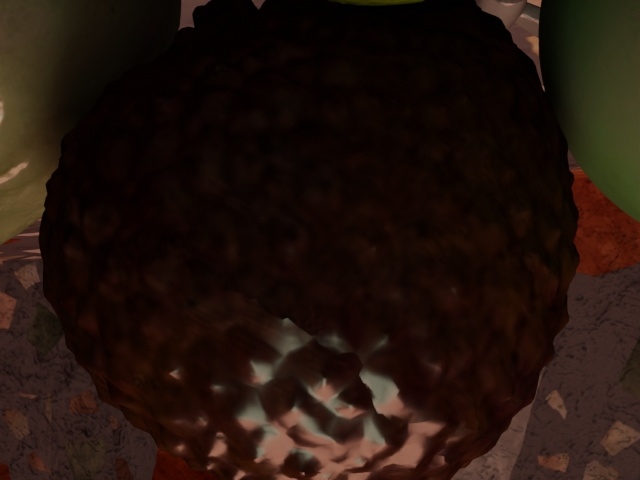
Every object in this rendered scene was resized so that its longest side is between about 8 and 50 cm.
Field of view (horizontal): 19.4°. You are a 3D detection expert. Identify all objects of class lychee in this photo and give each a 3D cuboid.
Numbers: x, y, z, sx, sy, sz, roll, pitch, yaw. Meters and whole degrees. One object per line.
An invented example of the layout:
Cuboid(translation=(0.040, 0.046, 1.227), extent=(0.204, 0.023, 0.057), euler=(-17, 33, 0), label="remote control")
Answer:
Cuboid(translation=(0.000, 0.000, 0.874), extent=(0.260, 0.261, 0.260), euler=(-6, 176, 0), label="lychee")

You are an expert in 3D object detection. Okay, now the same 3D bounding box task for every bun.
Cuboid(translation=(-0.202, -0.071, 0.943), extent=(0.283, 0.179, 0.283), euler=(-7, 173, -1), label="bun")

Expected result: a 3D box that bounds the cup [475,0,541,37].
Cuboid(translation=(0.244, -0.116, 1.202), extent=(0.299, 0.168, 0.173), euler=(19, 167, 0), label="cup")

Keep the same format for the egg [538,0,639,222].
Cuboid(translation=(0.218, -0.102, 0.866), extent=(0.220, 0.220, 0.269), euler=(-5, 171, -16), label="egg")

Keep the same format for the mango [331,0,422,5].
Cuboid(translation=(0.043, -0.150, 0.777), extent=(0.178, 0.100, 0.119), euler=(-13, 178, -33), label="mango")
